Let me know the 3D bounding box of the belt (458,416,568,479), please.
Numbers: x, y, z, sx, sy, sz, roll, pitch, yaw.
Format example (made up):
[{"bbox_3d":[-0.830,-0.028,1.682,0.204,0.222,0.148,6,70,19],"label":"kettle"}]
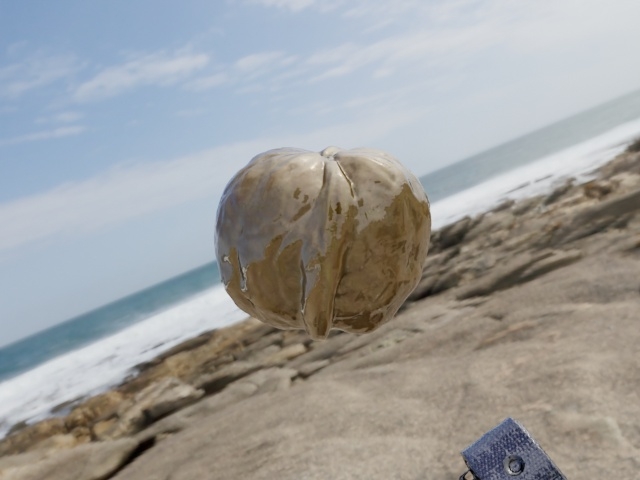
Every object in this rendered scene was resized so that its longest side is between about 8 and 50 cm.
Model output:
[{"bbox_3d":[0.294,0.373,1.012,0.126,0.230,0.140,-36,-31,-4],"label":"belt"}]

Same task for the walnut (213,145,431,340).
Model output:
[{"bbox_3d":[0.000,0.000,1.000,0.296,0.285,0.285,5,3,2],"label":"walnut"}]
